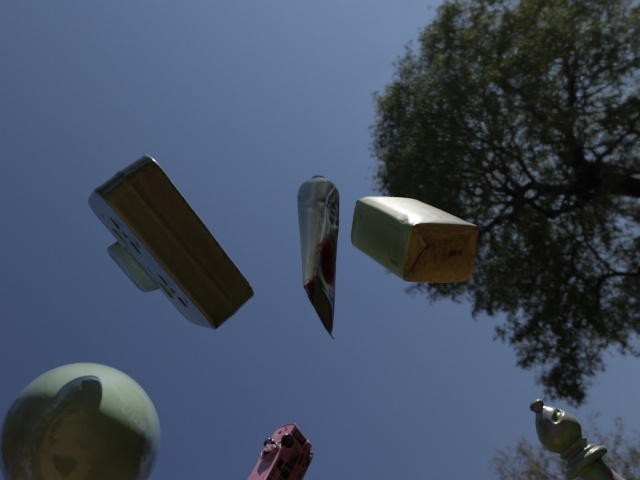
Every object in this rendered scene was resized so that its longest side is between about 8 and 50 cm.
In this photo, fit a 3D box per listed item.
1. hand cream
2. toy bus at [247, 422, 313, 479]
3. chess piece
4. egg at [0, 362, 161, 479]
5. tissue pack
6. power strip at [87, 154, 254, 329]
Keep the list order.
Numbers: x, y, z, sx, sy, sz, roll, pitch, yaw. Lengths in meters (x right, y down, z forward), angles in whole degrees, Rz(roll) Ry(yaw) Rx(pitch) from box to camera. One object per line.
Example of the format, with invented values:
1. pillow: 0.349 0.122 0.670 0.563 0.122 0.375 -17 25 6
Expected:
1. hand cream: 0.000 0.000 1.016 0.077 0.341 0.124 -15 -48 11
2. toy bus: -0.084 0.425 1.061 0.090 0.063 0.203 53 -143 -14
3. chess piece: 0.428 0.361 0.930 0.139 0.272 0.139 -25 -34 -18
4. egg: -0.363 0.305 0.910 0.230 0.230 0.371 -28 -18 -23
5. tissue pack: 0.184 -0.006 1.200 0.159 0.234 0.125 0 -74 -24
6. power strip: -0.206 -0.002 0.843 0.141 0.261 0.229 -42 -76 -22
